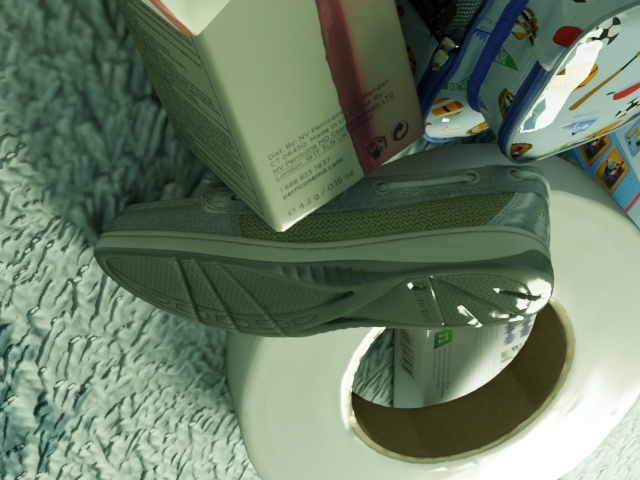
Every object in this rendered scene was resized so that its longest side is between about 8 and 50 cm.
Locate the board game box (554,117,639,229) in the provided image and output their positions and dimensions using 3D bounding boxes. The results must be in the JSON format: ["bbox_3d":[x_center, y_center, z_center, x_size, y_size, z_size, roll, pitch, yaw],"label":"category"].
[{"bbox_3d":[0.267,-0.112,0.990,0.160,0.039,0.211,-49,126,-16],"label":"board game box"}]

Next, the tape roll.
[{"bbox_3d":[0.111,0.099,0.976,0.392,0.072,0.392,-9,127,-12],"label":"tape roll"}]

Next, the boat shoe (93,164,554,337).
[{"bbox_3d":[0.001,-0.001,0.789,0.320,0.103,0.118,-2,148,14],"label":"boat shoe"}]

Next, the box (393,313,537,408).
[{"bbox_3d":[0.217,0.098,1.158,0.322,0.058,0.232,-22,133,-23],"label":"box"}]

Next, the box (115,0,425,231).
[{"bbox_3d":[-0.043,-0.148,0.686,0.127,0.148,0.232,-34,137,-14],"label":"box"}]

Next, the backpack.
[{"bbox_3d":[0.160,-0.177,0.764,0.276,0.213,0.263,-14,165,-23],"label":"backpack"}]

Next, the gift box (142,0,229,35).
[{"bbox_3d":[-0.123,-0.270,0.457,0.258,0.255,0.276,-50,144,1],"label":"gift box"}]
